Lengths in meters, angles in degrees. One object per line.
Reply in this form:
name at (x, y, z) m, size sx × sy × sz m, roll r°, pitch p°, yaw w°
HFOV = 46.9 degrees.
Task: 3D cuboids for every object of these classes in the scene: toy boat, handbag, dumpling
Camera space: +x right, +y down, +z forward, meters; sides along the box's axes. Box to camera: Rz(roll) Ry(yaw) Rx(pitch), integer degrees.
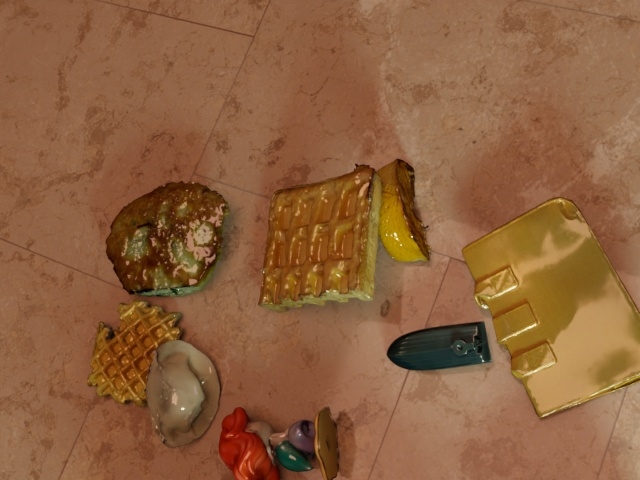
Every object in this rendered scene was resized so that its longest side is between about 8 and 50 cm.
toy boat at (0.255, 0.235, 1.606) m, size 0.246 × 0.103 × 0.093 m, roll -13°, pitch 84°, yaw 27°
handbag at (0.487, 0.138, 1.538) m, size 0.283 × 0.133 × 0.401 m, roll -27°, pitch 68°, yaw 14°
dumpling at (-0.315, 0.354, 1.720) m, size 0.172 × 0.142 × 0.247 m, roll 0°, pitch 78°, yaw -28°

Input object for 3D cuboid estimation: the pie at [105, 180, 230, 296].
pie at (-0.379, -0.005, 1.858) m, size 0.354 × 0.103 × 0.289 m, roll -10°, pitch 72°, yaw 19°

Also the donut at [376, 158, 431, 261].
donut at (0.173, -0.081, 1.682) m, size 0.101 × 0.152 × 0.259 m, roll -14°, pitch 68°, yaw 21°

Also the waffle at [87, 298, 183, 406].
waffle at (-0.456, 0.275, 1.825) m, size 0.249 × 0.056 × 0.261 m, roll 4°, pitch 74°, yaw 18°

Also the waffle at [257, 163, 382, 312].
waffle at (-0.001, 0.000, 1.679) m, size 0.348 × 0.077 × 0.304 m, roll -10°, pitch 67°, yaw 46°

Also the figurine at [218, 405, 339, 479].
figurine at (-0.104, 0.456, 1.593) m, size 0.257 × 0.181 × 0.208 m, roll -10°, pitch 71°, yaw 14°
